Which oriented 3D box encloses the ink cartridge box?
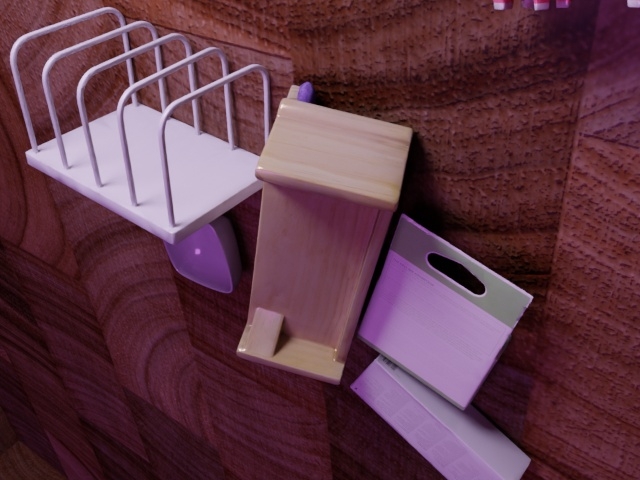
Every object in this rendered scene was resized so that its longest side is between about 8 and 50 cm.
[{"bbox_3d":[0.146,0.081,0.843,0.171,0.056,0.235,34,137,18],"label":"ink cartridge box"}]

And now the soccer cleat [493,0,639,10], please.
[{"bbox_3d":[0.221,-0.210,0.486,0.248,0.083,0.095,16,119,47],"label":"soccer cleat"}]

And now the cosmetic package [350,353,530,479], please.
[{"bbox_3d":[0.160,0.247,0.968,0.239,0.060,0.099,43,140,8],"label":"cosmetic package"}]

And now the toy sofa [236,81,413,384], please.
[{"bbox_3d":[0.000,0.000,0.868,0.150,0.177,0.363,15,136,3],"label":"toy sofa"}]

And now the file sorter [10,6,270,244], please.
[{"bbox_3d":[-0.218,-0.158,0.887,0.277,0.193,0.173,26,134,27],"label":"file sorter"}]

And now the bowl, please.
[{"bbox_3d":[-0.180,0.004,1.099,0.142,0.053,0.142,18,132,34],"label":"bowl"}]
